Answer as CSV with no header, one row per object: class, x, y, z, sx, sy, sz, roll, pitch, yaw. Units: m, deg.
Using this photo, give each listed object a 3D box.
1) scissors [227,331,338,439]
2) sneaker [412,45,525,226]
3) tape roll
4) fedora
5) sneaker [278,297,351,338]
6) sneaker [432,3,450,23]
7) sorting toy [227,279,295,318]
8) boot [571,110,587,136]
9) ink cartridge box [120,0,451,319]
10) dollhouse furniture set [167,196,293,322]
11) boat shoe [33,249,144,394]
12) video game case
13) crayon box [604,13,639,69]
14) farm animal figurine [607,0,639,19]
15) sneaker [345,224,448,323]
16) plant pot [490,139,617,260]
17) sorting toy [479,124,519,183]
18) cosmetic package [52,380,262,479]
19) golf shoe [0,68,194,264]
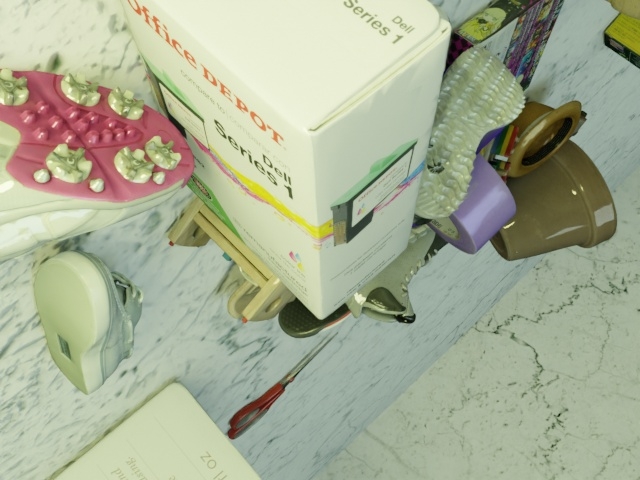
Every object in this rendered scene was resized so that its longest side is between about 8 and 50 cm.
scissors,-0.076,0.297,1.436,0.297,0.021,0.109,-39,156,-20
sneaker,0.131,-0.116,0.835,0.293,0.102,0.146,-51,-171,-35
tape roll,0.174,-0.073,0.973,0.080,0.189,0.189,-44,160,-3
fedora,0.404,-0.208,1.326,0.194,0.079,0.194,-32,155,-18
sneaker,0.046,0.092,1.177,0.270,0.090,0.145,-41,157,-20
sneaker,0.068,-0.152,0.780,0.235,0.090,0.095,-54,169,28
sorting toy,0.000,0.000,1.001,0.229,0.041,0.307,-49,166,16
boot,0.573,-0.258,1.614,0.118,0.042,0.087,-17,147,-52
ink cartridge box,-0.028,-0.090,0.530,0.117,0.201,0.278,-39,159,-17
dollhouse furniture set,-0.045,-0.002,0.772,0.129,0.129,0.183,-50,162,12
boat shoe,-0.213,0.068,0.666,0.081,0.079,0.227,-43,166,-35
video game case,0.250,-0.252,0.994,0.210,0.042,0.232,-38,158,-20
crayon box,0.724,-0.450,1.313,0.318,0.202,0.081,-50,160,12
farm animal figurine,0.509,-0.400,0.979,0.330,0.172,0.327,-53,161,-1
sneaker,0.134,0.058,1.074,0.228,0.132,0.086,-22,162,-12
plant pot,0.485,-0.069,1.564,0.229,0.263,0.263,-26,159,0
sorting toy,0.299,-0.142,1.175,0.274,0.046,0.132,-29,135,-66
cosmetic package,-0.242,0.489,1.022,0.393,0.329,0.327,-39,160,-19
golf shoe,-0.223,-0.026,0.436,0.306,0.115,0.140,-14,154,-45
